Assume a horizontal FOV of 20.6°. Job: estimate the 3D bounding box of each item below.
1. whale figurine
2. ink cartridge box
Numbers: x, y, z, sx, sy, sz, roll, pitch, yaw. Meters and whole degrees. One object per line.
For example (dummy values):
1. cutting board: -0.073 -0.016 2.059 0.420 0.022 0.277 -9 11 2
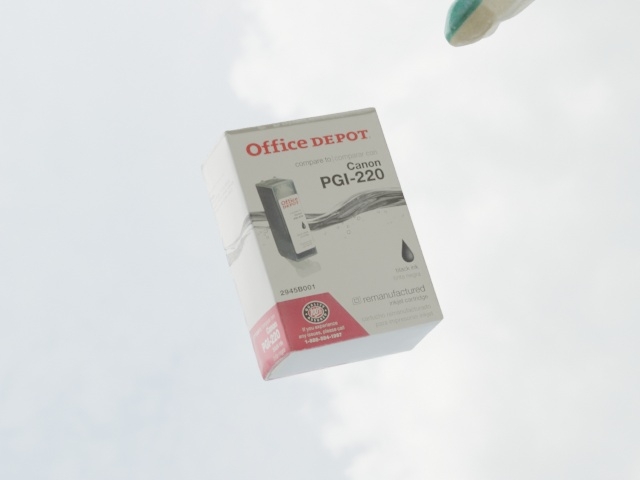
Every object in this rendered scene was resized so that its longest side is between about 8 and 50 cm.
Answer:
1. whale figurine: 0.223 -0.352 2.055 0.141 0.272 0.216 43 -153 7
2. ink cartridge box: 0.000 0.000 1.608 0.158 0.092 0.218 -11 -109 -23
